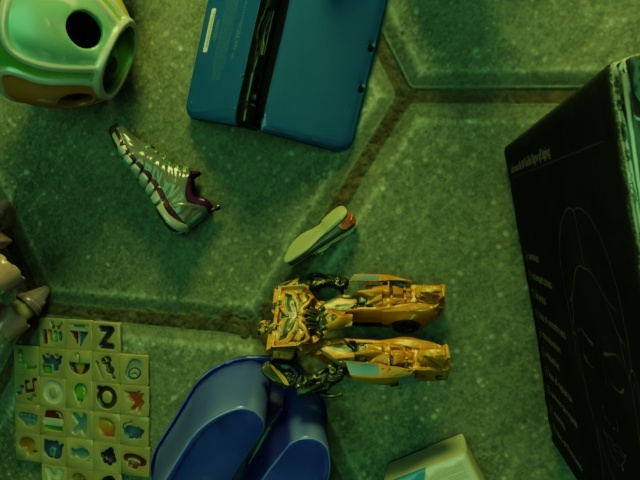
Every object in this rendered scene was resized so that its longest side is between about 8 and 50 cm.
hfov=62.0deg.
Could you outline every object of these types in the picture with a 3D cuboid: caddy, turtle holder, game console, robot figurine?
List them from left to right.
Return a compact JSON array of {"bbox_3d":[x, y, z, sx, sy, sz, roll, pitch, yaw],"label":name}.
[{"bbox_3d":[-0.417,-0.361,0.870,0.228,0.243,0.320,23,58,-4],"label":"turtle holder"},{"bbox_3d":[-0.130,0.349,0.855,0.241,0.179,0.341,30,99,-13],"label":"caddy"},{"bbox_3d":[-0.061,-0.315,0.876,0.250,0.173,0.292,19,97,42],"label":"game console"},{"bbox_3d":[0.044,0.132,0.811,0.291,0.085,0.211,0,54,5],"label":"robot figurine"}]

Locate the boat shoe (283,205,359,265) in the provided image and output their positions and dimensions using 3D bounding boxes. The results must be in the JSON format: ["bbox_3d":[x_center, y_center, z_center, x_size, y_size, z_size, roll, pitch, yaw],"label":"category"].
[{"bbox_3d":[0.000,0.000,0.872,0.137,0.049,0.043,-39,124,11],"label":"boat shoe"}]

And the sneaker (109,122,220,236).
[{"bbox_3d":[-0.268,-0.119,0.918,0.098,0.083,0.223,-34,90,-9],"label":"sneaker"}]

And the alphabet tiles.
[{"bbox_3d":[-0.452,0.318,1.004,0.285,0.011,0.342,1,93,12],"label":"alphabet tiles"}]

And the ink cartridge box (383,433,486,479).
[{"bbox_3d":[0.204,0.426,0.830,0.140,0.082,0.190,-27,89,13],"label":"ink cartridge box"}]

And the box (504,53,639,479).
[{"bbox_3d":[0.411,0.070,0.563,0.298,0.480,0.471,-12,91,11],"label":"box"}]

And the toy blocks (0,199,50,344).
[{"bbox_3d":[-0.631,0.010,0.909,0.289,0.308,0.260,28,56,17],"label":"toy blocks"}]
